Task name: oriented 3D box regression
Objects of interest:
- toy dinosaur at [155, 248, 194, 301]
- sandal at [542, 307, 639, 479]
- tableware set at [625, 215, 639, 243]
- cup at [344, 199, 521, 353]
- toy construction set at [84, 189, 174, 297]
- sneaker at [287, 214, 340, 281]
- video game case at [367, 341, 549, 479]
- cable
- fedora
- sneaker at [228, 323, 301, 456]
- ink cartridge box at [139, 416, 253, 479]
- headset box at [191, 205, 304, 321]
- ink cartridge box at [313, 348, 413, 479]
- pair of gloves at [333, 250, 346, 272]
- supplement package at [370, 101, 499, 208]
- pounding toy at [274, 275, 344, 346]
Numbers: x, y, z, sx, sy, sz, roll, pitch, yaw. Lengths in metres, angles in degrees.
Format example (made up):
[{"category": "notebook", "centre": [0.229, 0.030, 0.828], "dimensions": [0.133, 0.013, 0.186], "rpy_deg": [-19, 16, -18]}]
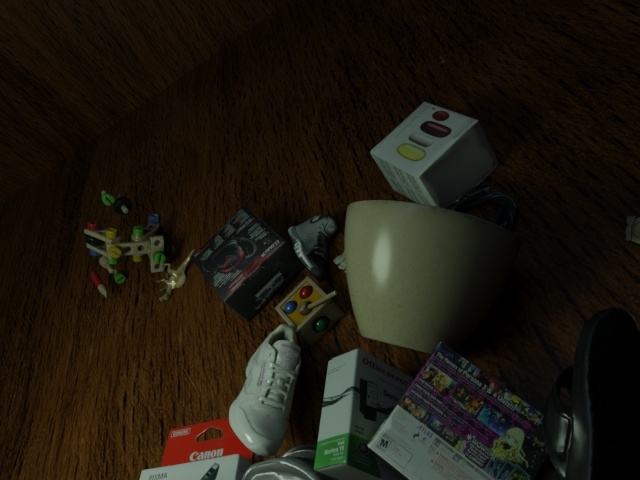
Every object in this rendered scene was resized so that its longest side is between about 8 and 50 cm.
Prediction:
[{"category": "toy dinosaur", "centre": [-0.447, 0.106, 1.743], "dimensions": [0.093, 0.053, 0.183], "rpy_deg": [18, 73, 31]}, {"category": "sandal", "centre": [0.375, 0.290, 0.810], "dimensions": [0.107, 0.167, 0.445], "rpy_deg": [-18, 41, 52]}, {"category": "tableware set", "centre": [0.643, -0.042, 1.012], "dimensions": [0.169, 0.020, 0.141], "rpy_deg": [17, 65, 46]}, {"category": "cup", "centre": [0.184, 0.085, 1.065], "dimensions": [0.331, 0.331, 0.237], "rpy_deg": [6, 78, 42]}, {"category": "toy construction set", "centre": [-0.613, 0.049, 1.804], "dimensions": [0.237, 0.257, 0.308], "rpy_deg": [40, 104, 43]}, {"category": "sneaker", "centre": [0.000, 0.000, 1.444], "dimensions": [0.132, 0.086, 0.228], "rpy_deg": [-35, 38, 3]}, {"category": "video game case", "centre": [0.227, 0.314, 0.898], "dimensions": [0.232, 0.042, 0.210], "rpy_deg": [35, 76, 15]}, {"category": "cable", "centre": [0.335, -0.044, 1.245], "dimensions": [0.184, 0.047, 0.150], "rpy_deg": [-30, 46, 1]}, {"category": "fedora", "centre": [-0.055, 0.469, 1.005], "dimensions": [0.275, 0.124, 0.243], "rpy_deg": [16, 64, 46]}, {"category": "sneaker", "centre": [-0.105, 0.290, 1.152], "dimensions": [0.152, 0.114, 0.305], "rpy_deg": [-60, 15, 26]}, {"category": "ink cartridge box", "centre": [-0.267, 0.489, 1.212], "dimensions": [0.275, 0.060, 0.239], "rpy_deg": [-19, 45, 25]}, {"category": "headset box", "centre": [-0.193, 0.062, 1.517], "dimensions": [0.218, 0.110, 0.293], "rpy_deg": [-45, 39, -6]}, {"category": "ink cartridge box", "centre": [0.082, 0.319, 1.003], "dimensions": [0.087, 0.153, 0.208], "rpy_deg": [-34, 35, 40]}, {"category": "pair of gloves", "centre": [0.160, 0.026, 1.321], "dimensions": [0.204, 0.042, 0.240], "rpy_deg": [-47, 40, -9]}, {"category": "supplement package", "centre": [0.271, -0.199, 1.360], "dimensions": [0.194, 0.149, 0.203], "rpy_deg": [-44, 38, -5]}, {"category": "pounding toy", "centre": [-0.019, 0.155, 1.295], "dimensions": [0.130, 0.100, 0.141], "rpy_deg": [-44, 39, -4]}]
